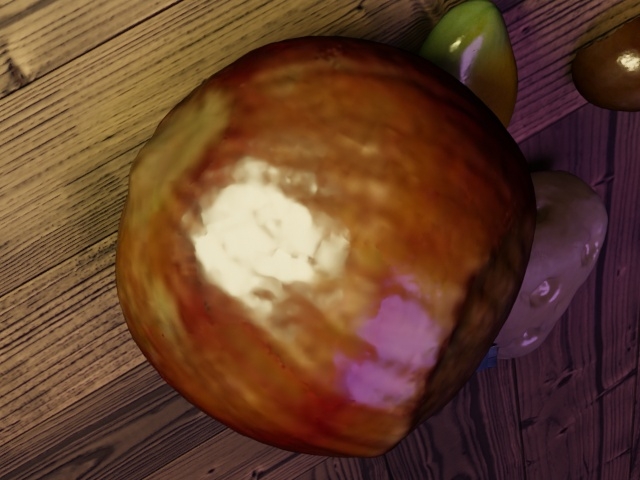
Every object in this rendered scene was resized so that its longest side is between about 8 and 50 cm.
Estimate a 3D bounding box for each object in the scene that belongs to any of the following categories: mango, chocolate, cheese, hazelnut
[{"bbox_3d":[0.158,-0.174,1.459,0.130,0.092,0.195,-16,138,-25],"label":"mango"},{"bbox_3d":[0.369,-0.210,1.615,0.124,0.127,0.133,33,125,-26],"label":"chocolate"},{"bbox_3d":[0.246,0.037,1.742,0.251,0.174,0.248,-29,147,-21],"label":"cheese"},{"bbox_3d":[0.000,0.000,1.324,0.420,0.353,0.421,-2,115,-4],"label":"hazelnut"}]

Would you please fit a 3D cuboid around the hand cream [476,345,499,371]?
[{"bbox_3d":[0.073,0.167,1.730,0.312,0.070,0.111,-10,160,1],"label":"hand cream"}]
